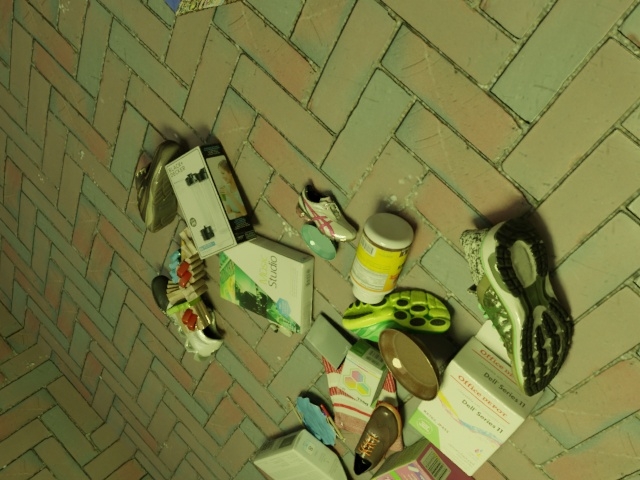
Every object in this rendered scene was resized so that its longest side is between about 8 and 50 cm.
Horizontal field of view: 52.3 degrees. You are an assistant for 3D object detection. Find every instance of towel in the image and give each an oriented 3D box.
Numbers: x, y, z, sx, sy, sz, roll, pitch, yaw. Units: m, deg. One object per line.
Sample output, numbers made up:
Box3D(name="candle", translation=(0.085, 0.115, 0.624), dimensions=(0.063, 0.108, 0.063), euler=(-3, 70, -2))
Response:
Box3D(name="towel", translation=(0.119, 0.443, 1.875), dimensions=(0.237, 0.037, 0.328), euler=(10, 121, 37))

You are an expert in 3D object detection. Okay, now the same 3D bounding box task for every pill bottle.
Box3D(name="pill bottle", translation=(0.139, 0.048, 1.548), dimensions=(0.117, 0.117, 0.215), euler=(34, 134, 21))

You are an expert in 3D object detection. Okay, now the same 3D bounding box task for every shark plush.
Box3D(name="shark plush", translation=(-0.151, 0.235, 1.974), dimensions=(0.161, 0.073, 0.067), euler=(27, 161, 21))

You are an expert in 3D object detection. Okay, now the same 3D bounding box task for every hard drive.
Box3D(name="hard drive", translation=(0.027, 0.284, 1.833), dimensions=(0.135, 0.022, 0.094), euler=(42, 117, 26))

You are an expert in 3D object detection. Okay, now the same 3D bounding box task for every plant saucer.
Box3D(name="plant saucer", translation=(0.000, 0.000, 1.695), dimensions=(0.119, 0.021, 0.119), euler=(33, 150, 22))
Box3D(name="plant saucer", translation=(0.216, 0.285, 1.536), dimensions=(0.198, 0.036, 0.198), euler=(42, 149, 33))

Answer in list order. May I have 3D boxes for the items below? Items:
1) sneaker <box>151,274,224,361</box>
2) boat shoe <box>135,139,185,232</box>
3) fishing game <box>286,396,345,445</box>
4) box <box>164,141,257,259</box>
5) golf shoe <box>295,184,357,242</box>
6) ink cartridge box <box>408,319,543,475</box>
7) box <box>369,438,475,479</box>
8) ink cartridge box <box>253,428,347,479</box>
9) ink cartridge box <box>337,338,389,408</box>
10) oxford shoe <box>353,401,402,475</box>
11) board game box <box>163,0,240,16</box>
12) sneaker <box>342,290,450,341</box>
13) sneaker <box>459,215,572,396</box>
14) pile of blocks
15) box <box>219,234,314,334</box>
Box3D(name="sneaker", translation=(-0.436, 0.235, 2.198), dimensions=(0.146, 0.122, 0.330), euler=(-38, 87, 29))
Box3D(name="boat shoe", translation=(-0.504, -0.172, 1.975), dimensions=(0.130, 0.132, 0.355), euler=(41, 134, 14))
Box3D(name="fishing game", translation=(-0.008, 0.563, 2.048), dimensions=(0.189, 0.041, 0.264), euler=(59, 152, -4))
Box3D(name="box", translation=(-0.309, -0.110, 1.826), dimensions=(0.169, 0.087, 0.289), euler=(-19, 91, 40))
Box3D(name="golf shoe", translation=(0.016, -0.065, 1.624), dimensions=(0.186, 0.067, 0.086), euler=(35, 133, 20))
Box3D(name="ink cartridge box", translation=(0.374, 0.376, 1.541), dimensions=(0.207, 0.119, 0.353), euler=(39, 135, 19))
Box3D(name="box", translation=(0.293, 0.689, 1.812), dimensions=(0.213, 0.117, 0.243), euler=(50, 138, 5))
Box3D(name="ink cartridge box", translation=(-0.003, 0.801, 2.189), dimensions=(0.385, 0.091, 0.308), euler=(40, 141, -9))
Box3D(name="ink cartridge box", translation=(0.113, 0.382, 1.778), dimensions=(0.109, 0.062, 0.209), euler=(30, 130, 21))
Box3D(name="oxford shoe", translation=(0.155, 0.562, 1.821), dimensions=(0.097, 0.098, 0.271), euler=(29, 129, 23))
Box3D(name="board game box", translation=(-0.240, -0.618, 1.339), dimensions=(0.232, 0.291, 0.141), euler=(49, 136, 6))
Box3D(name="sneaker", translation=(0.197, 0.198, 1.622), dimensions=(0.296, 0.109, 0.123), euler=(-5, 139, 39))
Box3D(name="sneaker", translation=(0.401, 0.134, 1.384), dimensions=(0.182, 0.158, 0.410), euler=(15, 126, 62))
Box3D(name="pile of blocks", translation=(-0.434, 0.135, 2.045), dimensions=(0.149, 0.112, 0.362), euler=(3, 104, 14))
Box3D(name="box", translation=(-0.162, 0.110, 1.883), dimensions=(0.322, 0.058, 0.232), euler=(20, 121, 33))
